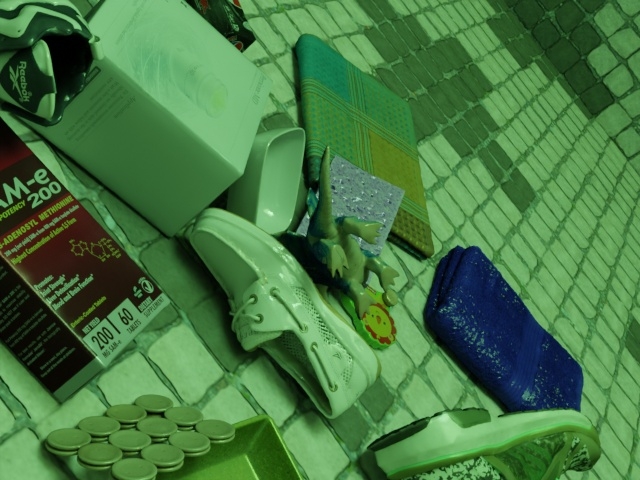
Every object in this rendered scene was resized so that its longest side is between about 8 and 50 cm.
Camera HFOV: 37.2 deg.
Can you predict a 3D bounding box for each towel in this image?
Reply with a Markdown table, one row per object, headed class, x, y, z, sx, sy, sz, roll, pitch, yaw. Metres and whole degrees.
| class | x | y | z | sx | sy | sz | roll | pitch | yaw |
| --- | --- | --- | --- | --- | --- | --- | --- | --- | --- |
| towel | 0.297 | 0.160 | 1.487 | 0.308 | 0.076 | 0.228 | 46 | 29 | -11 |
| towel | 0.068 | -0.160 | 1.558 | 0.271 | 0.040 | 0.370 | 30 | 38 | -32 |

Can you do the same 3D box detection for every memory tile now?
| class | x | y | z | sx | sy | sz | roll | pitch | yaw |
| --- | --- | --- | --- | --- | --- | --- | --- | --- | --- |
| memory tile | -0.155 | 0.172 | 0.831 | 0.113 | 0.012 | 0.148 | 16 | 15 | 28 |

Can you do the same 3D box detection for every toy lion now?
| class | x | y | z | sx | sy | sz | roll | pitch | yaw |
| --- | --- | --- | --- | --- | --- | --- | --- | --- | --- |
| toy lion | 0.065 | 0.096 | 1.283 | 0.100 | 0.034 | 0.096 | 38 | 40 | -23 |

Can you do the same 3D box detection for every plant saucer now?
| class | x | y | z | sx | sy | sz | roll | pitch | yaw |
| --- | --- | --- | --- | --- | --- | --- | --- | --- | --- |
| plant saucer | -0.074 | 0.269 | 0.877 | 0.188 | 0.045 | 0.188 | -5 | 62 | -56 |

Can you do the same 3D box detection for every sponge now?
| class | x | y | z | sx | sy | sz | roll | pitch | yaw |
| --- | --- | --- | --- | --- | --- | --- | --- | --- | --- |
| sponge | 0.038 | -0.026 | 1.307 | 0.117 | 0.031 | 0.210 | 29 | 44 | -3 |

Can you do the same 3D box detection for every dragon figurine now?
| class | x | y | z | sx | sy | sz | roll | pitch | yaw |
| --- | --- | --- | --- | --- | --- | --- | --- | --- | --- |
| dragon figurine | 0.000 | 0.000 | 1.089 | 0.144 | 0.085 | 0.289 | 27 | -21 | 38 |

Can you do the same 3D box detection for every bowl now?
| class | x | y | z | sx | sy | sz | roll | pitch | yaw |
| --- | --- | --- | --- | --- | --- | --- | --- | --- | --- |
| bowl | -0.072 | -0.073 | 1.187 | 0.053 | 0.142 | 0.142 | 13 | 17 | 17 |

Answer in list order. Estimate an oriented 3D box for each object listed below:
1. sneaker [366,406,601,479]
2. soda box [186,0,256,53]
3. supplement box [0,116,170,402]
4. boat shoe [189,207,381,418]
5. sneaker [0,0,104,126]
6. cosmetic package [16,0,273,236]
| class | x | y | z | sx | sy | sz | roll | pitch | yaw |
| --- | --- | --- | --- | --- | --- | --- | --- | --- | --- |
| sneaker | 0.223 | 0.312 | 1.182 | 0.410 | 0.158 | 0.182 | 9 | 62 | -43 |
| soda box | -0.158 | -0.350 | 1.421 | 0.053 | 0.060 | 0.169 | 11 | 49 | -51 |
| supplement box | -0.263 | 0.013 | 0.864 | 0.239 | 0.073 | 0.130 | 48 | 30 | -6 |
| boat shoe | -0.054 | 0.083 | 1.061 | 0.277 | 0.098 | 0.096 | 45 | 57 | -2 |
| sneaker | -0.299 | -0.149 | 0.842 | 0.235 | 0.094 | 0.153 | -21 | 36 | -31 |
| cosmetic package | -0.191 | -0.167 | 1.098 | 0.224 | 0.138 | 0.224 | 41 | 31 | -21 |
